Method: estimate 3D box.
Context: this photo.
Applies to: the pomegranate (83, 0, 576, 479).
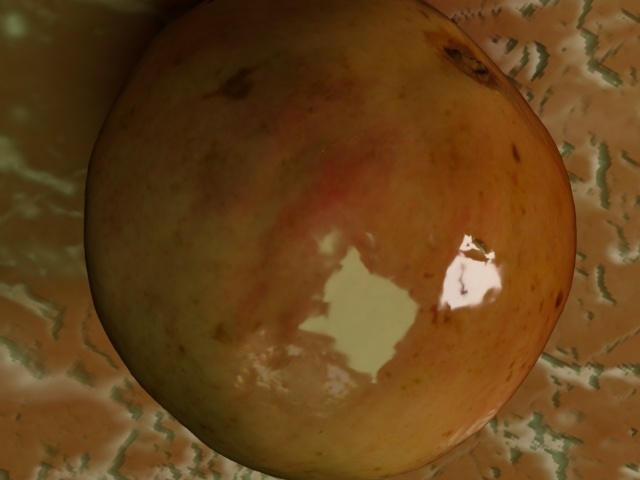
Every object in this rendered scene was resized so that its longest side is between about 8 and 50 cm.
[{"bbox_3d":[0.000,-0.002,0.686,0.191,0.191,0.191,-4,130,-4],"label":"pomegranate"}]
